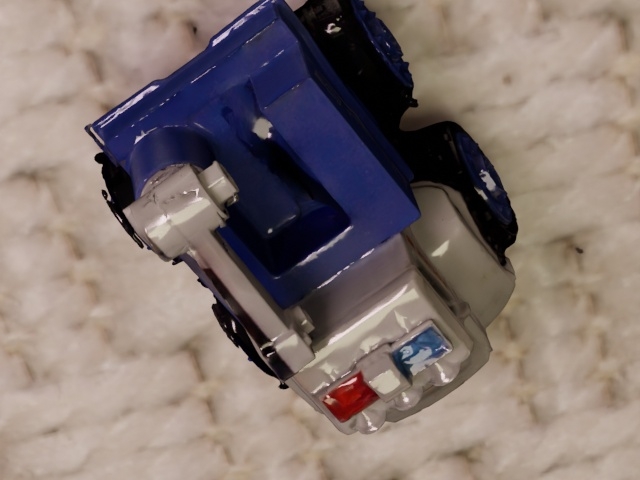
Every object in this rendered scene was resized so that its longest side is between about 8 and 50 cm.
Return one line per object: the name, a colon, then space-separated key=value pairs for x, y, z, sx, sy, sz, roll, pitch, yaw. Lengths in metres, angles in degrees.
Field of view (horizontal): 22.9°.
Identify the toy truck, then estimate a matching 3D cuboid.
toy truck: x=0.000 y=0.000 z=0.740 sx=0.161 sy=0.177 sz=0.213 roll=-35 pitch=118 yaw=11
